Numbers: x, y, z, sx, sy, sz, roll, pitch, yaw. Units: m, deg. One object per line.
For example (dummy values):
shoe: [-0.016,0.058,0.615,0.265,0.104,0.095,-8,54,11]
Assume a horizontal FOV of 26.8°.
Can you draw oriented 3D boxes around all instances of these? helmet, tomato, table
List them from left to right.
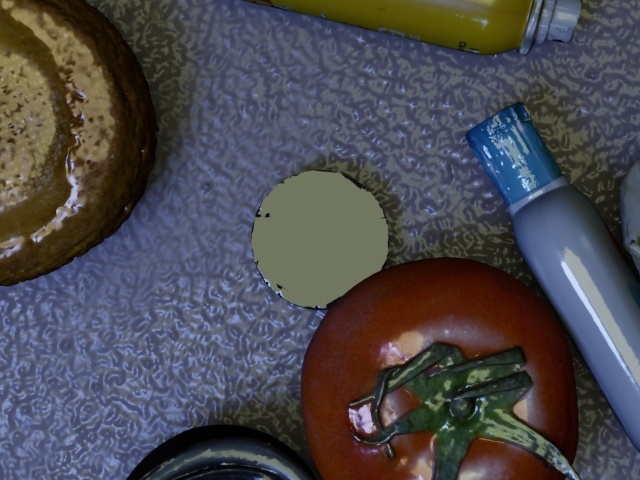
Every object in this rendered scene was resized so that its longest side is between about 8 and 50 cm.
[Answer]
helmet: [-0.101,0.304,1.210,0.224,0.177,0.306,16,98,-8]
table: [0.000,0.000,1.285,0.133,0.043,0.134,0,87,1]
tomato: [0.105,0.143,1.186,0.255,0.224,0.256,0,84,-4]

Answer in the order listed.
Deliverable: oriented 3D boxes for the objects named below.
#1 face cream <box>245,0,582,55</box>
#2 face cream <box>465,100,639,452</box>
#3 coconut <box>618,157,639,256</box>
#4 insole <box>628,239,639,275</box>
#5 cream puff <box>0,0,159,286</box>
face cream: [0.072,-0.246,1.264,0.348,0.105,0.105,13,88,2]
face cream: [0.241,0.032,1.220,0.080,0.163,0.337,-30,86,14]
coconut: [0.389,-0.019,1.189,0.241,0.241,0.241,0,87,2]
insole: [0.327,0.076,1.198,0.011,0.081,0.248,-44,131,-2]
cream puff: [-0.298,-0.100,1.219,0.303,0.212,0.303,0,90,-7]
